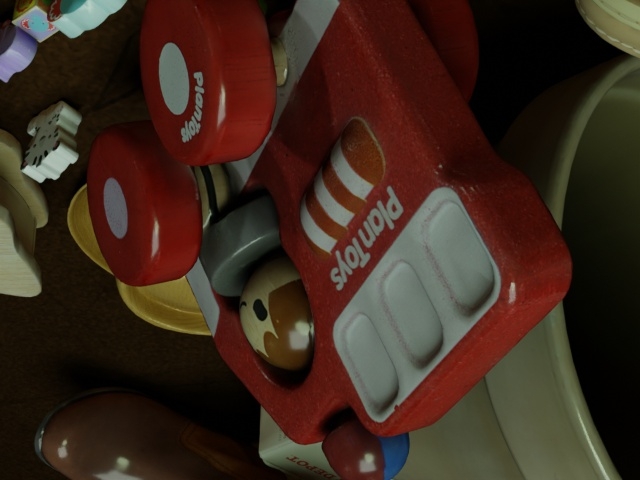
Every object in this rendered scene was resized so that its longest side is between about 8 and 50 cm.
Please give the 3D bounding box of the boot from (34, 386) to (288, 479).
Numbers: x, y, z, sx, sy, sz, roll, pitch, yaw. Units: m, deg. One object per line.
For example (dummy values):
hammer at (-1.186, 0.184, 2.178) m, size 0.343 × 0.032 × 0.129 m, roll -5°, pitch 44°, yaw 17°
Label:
boot at (-0.087, 0.231, 1.052) m, size 0.264 × 0.096 × 0.280 m, roll 33°, pitch 173°, yaw -39°

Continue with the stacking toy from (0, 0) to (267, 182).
stacking toy at (-0.163, -0.128, 0.710) m, size 0.221 × 0.052 × 0.167 m, roll -26°, pitch 138°, yaw 31°

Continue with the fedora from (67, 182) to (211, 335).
fedora at (-0.094, 0.016, 0.893) m, size 0.194 × 0.079 × 0.194 m, roll -1°, pitch 146°, yaw -1°

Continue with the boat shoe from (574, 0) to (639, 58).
boat shoe at (0.286, -0.104, 0.693) m, size 0.341 × 0.121 × 0.110 m, roll 9°, pitch 145°, yaw -18°

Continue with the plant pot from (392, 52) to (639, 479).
plant pot at (0.154, 0.066, 0.809) m, size 0.323 × 0.323 × 0.280 m, roll 26°, pitch 153°, yaw -33°

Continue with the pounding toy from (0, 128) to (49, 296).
pounding toy at (-0.326, 0.015, 0.818) m, size 0.269 × 0.155 × 0.154 m, roll 5°, pitch 143°, yaw -13°

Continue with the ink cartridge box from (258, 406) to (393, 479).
ink cartridge box at (0.075, 0.148, 1.071) m, size 0.219 × 0.092 × 0.160 m, roll -26°, pitch 137°, yaw 33°

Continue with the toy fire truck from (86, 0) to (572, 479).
toy fire truck at (0.000, 0.000, 0.681) m, size 0.169 × 0.254 × 0.302 m, roll -10°, pitch 151°, yaw -31°
